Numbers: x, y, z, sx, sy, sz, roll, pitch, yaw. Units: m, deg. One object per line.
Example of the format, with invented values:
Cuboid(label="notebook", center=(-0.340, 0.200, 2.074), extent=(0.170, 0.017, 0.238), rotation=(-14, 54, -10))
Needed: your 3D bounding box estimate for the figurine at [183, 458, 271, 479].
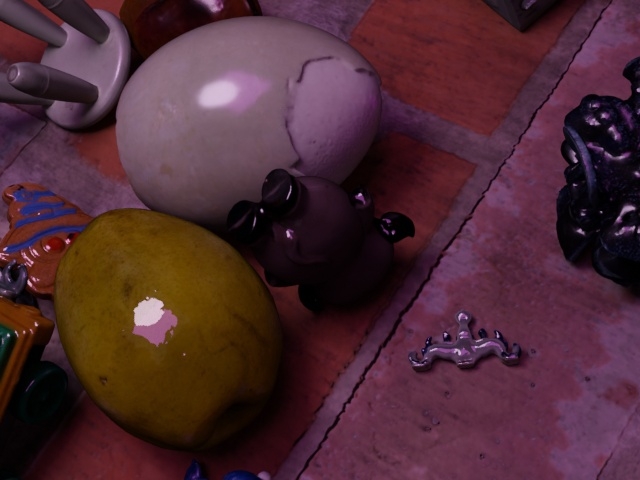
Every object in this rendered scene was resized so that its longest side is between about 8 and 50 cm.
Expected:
Cuboid(label="figurine", center=(-0.154, 0.359, 1.119), extent=(0.164, 0.121, 0.262), rotation=(18, 65, 29))

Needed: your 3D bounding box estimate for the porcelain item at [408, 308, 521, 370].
Cuboid(label="porcelain item", center=(0.175, 0.119, 1.217), extent=(0.136, 0.021, 0.075), rotation=(-5, 60, 14))

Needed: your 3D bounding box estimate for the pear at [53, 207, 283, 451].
Cuboid(label="pear", center=(-0.186, 0.105, 1.195), extent=(0.253, 0.253, 0.307), rotation=(-44, 64, -10))

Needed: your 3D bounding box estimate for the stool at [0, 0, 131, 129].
Cuboid(label="stool", center=(-0.419, -0.282, 1.490), extent=(0.195, 0.198, 0.195), rotation=(4, 83, 37))

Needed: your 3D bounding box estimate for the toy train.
Cuboid(label="toy train", center=(-0.465, 0.219, 1.187), extent=(0.178, 0.249, 0.429), rotation=(24, 93, 26))

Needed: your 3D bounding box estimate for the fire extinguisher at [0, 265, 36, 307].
Cuboid(label="fire extinguisher", center=(-0.566, 0.172, 1.353), extent=(0.376, 0.113, 0.200), rotation=(-30, 58, -2))

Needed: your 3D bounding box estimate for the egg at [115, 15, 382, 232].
Cuboid(label="egg", center=(-0.082, -0.153, 1.297), extent=(0.336, 0.278, 0.278), rotation=(-11, 58, 18))

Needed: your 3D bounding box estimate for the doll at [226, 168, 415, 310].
Cuboid(label="doll", center=(0.000, 0.001, 1.205), extent=(0.182, 0.257, 0.117), rotation=(-39, 58, 19))

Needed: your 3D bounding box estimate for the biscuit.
Cuboid(label="biscuit", center=(-0.346, 0.023, 1.367), extent=(0.183, 0.043, 0.280), rotation=(-27, 67, -40))

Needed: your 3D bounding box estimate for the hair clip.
Cuboid(label="hair clip", center=(0.385, -0.068, 1.172), extent=(0.206, 0.194, 0.310), rotation=(-10, 57, 3))

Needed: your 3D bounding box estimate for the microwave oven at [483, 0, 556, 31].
Cuboid(label="microwave oven", center=(0.310, -0.492, 1.408), extent=(0.295, 0.181, 0.237), rotation=(-42, 59, 3))

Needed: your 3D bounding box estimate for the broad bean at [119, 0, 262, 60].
Cuboid(label="broad bean", center=(-0.201, -0.342, 1.538), extent=(0.228, 0.156, 0.122), rotation=(-1, 19, 24))
